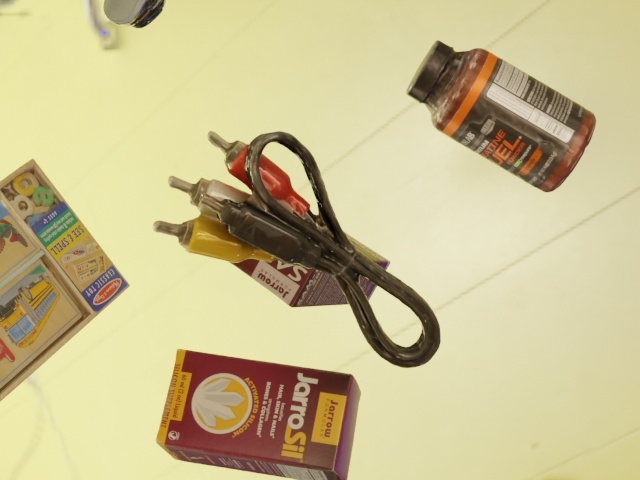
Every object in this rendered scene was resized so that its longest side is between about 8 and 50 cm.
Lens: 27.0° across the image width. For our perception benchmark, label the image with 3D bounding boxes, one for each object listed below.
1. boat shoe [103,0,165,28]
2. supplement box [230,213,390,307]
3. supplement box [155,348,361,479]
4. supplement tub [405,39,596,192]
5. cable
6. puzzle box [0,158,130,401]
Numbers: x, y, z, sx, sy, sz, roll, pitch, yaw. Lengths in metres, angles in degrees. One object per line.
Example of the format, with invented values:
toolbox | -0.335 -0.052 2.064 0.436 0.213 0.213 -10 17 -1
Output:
boat shoe | -0.229 -0.376 1.852 0.065 0.083 0.183 40 101 11
supplement box | -0.018 0.023 1.723 0.130 0.239 0.073 34 103 21
supplement box | -0.061 0.181 1.366 0.188 0.081 0.104 7 70 12
supplement tub | 0.195 -0.142 1.469 0.198 0.106 0.106 30 122 -2
cable | 0.000 0.000 1.206 0.139 0.287 0.072 -58 18 6
puzzle box | -0.512 0.084 2.087 0.052 0.409 0.272 -24 106 45
